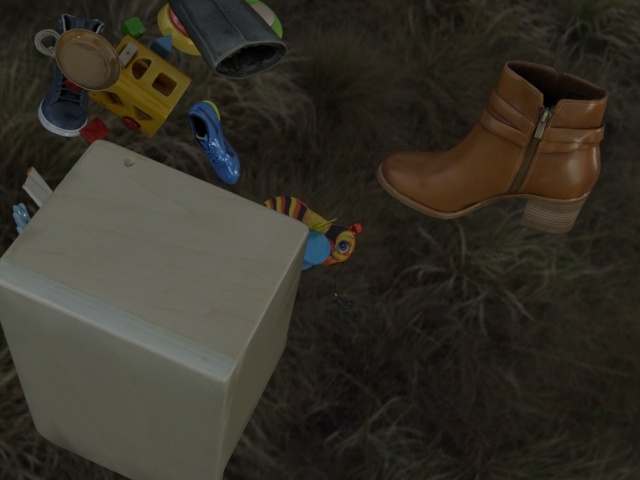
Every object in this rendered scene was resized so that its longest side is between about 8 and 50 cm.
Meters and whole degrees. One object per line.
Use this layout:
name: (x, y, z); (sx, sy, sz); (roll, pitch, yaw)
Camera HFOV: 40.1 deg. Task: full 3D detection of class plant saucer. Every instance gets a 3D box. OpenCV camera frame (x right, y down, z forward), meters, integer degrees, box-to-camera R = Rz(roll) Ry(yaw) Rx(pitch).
plant saucer: (-0.281, -0.214, 1.053); (0.083, 0.015, 0.083); (17, 61, -33)

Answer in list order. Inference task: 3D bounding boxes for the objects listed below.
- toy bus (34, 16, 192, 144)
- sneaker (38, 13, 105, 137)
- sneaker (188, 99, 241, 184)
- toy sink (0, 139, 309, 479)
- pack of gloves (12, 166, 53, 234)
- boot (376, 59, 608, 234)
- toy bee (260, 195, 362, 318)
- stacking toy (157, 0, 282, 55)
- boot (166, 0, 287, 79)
toy bus: (-0.290, -0.248, 1.282); (0.202, 0.104, 0.191); (-13, 82, -29)
sneaker: (-0.430, -0.296, 1.518); (0.086, 0.163, 0.226); (10, 39, -18)
sneaker: (-0.247, -0.212, 1.990); (0.069, 0.209, 0.082); (-7, 27, 27)
toy sink: (-0.109, 0.067, 0.609); (0.153, 0.234, 0.131); (22, 55, 8)
pack of gloves: (-0.547, -0.005, 1.764); (0.046, 0.232, 0.195); (-23, 32, 13)
boot: (0.214, -0.125, 1.119); (0.283, 0.220, 0.109); (18, 48, 17)
toy bee: (0.000, 0.000, 1.867); (0.162, 0.195, 0.298); (-48, 121, -24)
stacking toy: (-0.186, -0.512, 1.709); (0.279, 0.130, 0.309); (0, 62, -38)
boot: (-0.164, -0.273, 1.040); (0.190, 0.076, 0.208); (-19, 70, -22)
